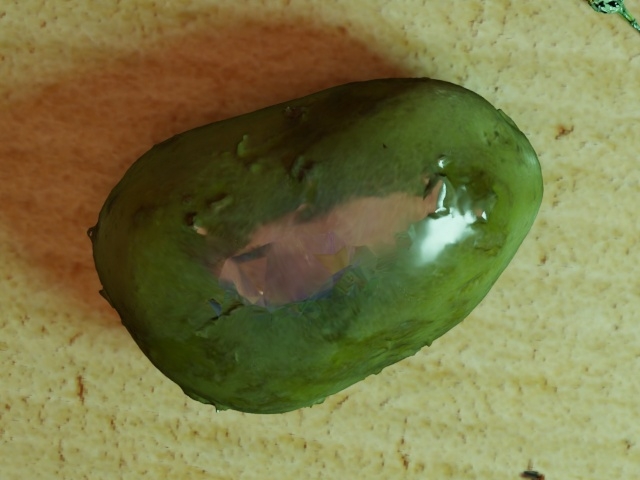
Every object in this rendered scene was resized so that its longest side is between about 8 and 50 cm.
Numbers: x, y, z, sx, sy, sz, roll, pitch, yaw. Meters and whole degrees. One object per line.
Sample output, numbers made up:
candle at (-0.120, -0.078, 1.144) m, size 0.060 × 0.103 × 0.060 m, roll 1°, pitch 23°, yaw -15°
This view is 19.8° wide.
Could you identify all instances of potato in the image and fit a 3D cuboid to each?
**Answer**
potato at (0.000, 0.000, 1.229) m, size 0.307 × 0.173 × 0.210 m, roll -23°, pitch 98°, yaw 13°

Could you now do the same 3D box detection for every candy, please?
candy at (0.213, -0.146, 1.254) m, size 0.083 × 0.025 × 0.023 m, roll 47°, pitch 146°, yaw -14°
